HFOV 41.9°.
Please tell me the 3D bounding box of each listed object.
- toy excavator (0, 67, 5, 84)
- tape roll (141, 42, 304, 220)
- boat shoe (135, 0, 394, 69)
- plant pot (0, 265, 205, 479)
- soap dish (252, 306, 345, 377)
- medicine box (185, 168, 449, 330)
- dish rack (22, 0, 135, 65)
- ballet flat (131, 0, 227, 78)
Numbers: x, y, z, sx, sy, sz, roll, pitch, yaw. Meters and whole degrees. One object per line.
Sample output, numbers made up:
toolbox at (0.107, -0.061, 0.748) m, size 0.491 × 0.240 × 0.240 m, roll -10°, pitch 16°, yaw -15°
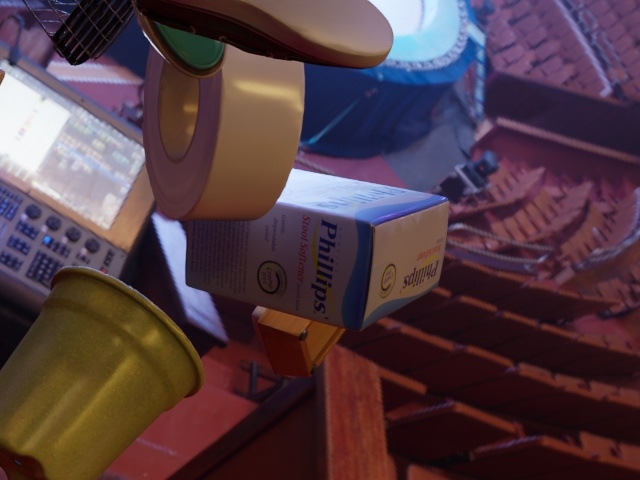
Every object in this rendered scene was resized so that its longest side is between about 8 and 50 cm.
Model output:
toy excavator at (-0.344, -0.401, 0.773) m, size 0.445 × 0.433 × 0.222 m, roll 51°, pitch 15°, yaw 24°
tape roll at (-0.125, -0.163, 0.993) m, size 0.100 × 0.286 × 0.286 m, roll 0°, pitch 52°, yaw -29°
boat shoe at (-0.032, -0.119, 0.437) m, size 0.142 × 0.040 × 0.049 m, roll 20°, pitch 58°, yaw 0°
plant pot at (-0.345, 0.221, 1.174) m, size 0.276 × 0.276 × 0.254 m, roll 42°, pitch 54°, yaw -9°
soap dish at (-0.006, 0.129, 1.734) m, size 0.118 × 0.229 × 0.291 m, roll 28°, pitch 63°, yaw 24°
medicine box at (0.000, 0.000, 1.200) m, size 0.289 × 0.149 × 0.263 m, roll 12°, pitch 15°, yaw 28°
dish rack at (-0.361, -0.402, 1.219) m, size 0.271 × 0.208 × 0.074 m, roll 53°, pitch 26°, yaw 8°
ballet flat at (-0.159, -0.263, 0.818) m, size 0.086 × 0.086 × 0.249 m, roll -12°, pitch 81°, yaw -56°
